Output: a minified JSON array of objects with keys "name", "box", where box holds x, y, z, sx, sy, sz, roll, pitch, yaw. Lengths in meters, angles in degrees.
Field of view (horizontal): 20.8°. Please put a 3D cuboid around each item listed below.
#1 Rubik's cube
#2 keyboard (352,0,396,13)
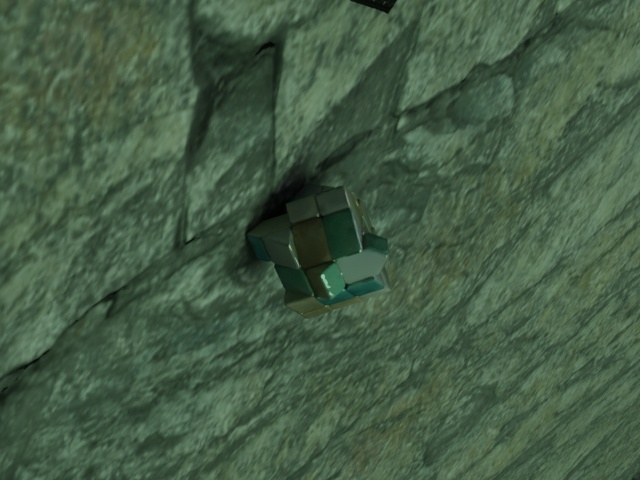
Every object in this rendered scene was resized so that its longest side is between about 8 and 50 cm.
[{"name":"Rubik's cube","box":[-0.001,0.003,1.082,0.075,0.084,0.073,-35,163,8]},{"name":"keyboard","box":[0.079,-0.217,0.992,0.198,0.010,0.063,-57,159,13]}]
